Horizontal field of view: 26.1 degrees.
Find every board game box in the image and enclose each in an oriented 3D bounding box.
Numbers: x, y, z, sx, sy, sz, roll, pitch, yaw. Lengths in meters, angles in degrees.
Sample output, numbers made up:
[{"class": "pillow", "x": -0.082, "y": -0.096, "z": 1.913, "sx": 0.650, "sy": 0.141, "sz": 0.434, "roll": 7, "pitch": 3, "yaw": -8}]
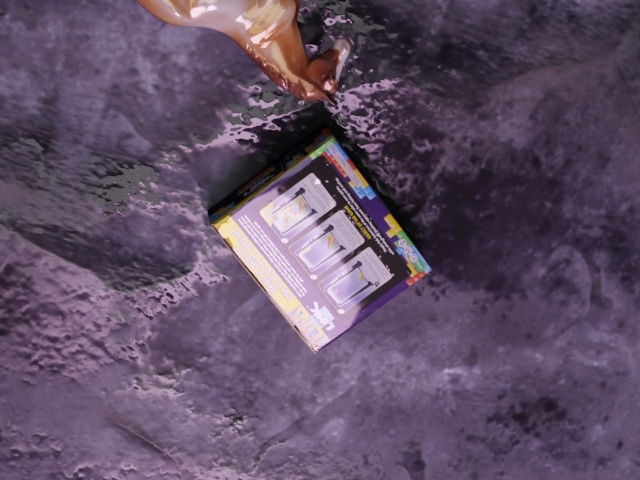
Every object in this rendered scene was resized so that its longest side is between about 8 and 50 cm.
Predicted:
[{"class": "board game box", "x": 0.000, "y": 0.000, "z": 1.294, "sx": 0.141, "sy": 0.048, "sz": 0.170, "roll": -35, "pitch": 113, "yaw": 5}]

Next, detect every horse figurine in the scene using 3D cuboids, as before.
[{"class": "horse figurine", "x": -0.085, "y": -0.234, "z": 1.184, "sx": 0.263, "sy": 0.066, "sz": 0.175, "roll": 15, "pitch": 100, "yaw": -18}]
